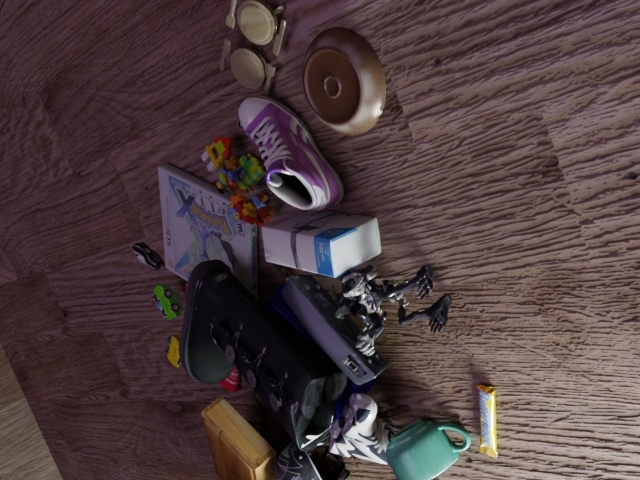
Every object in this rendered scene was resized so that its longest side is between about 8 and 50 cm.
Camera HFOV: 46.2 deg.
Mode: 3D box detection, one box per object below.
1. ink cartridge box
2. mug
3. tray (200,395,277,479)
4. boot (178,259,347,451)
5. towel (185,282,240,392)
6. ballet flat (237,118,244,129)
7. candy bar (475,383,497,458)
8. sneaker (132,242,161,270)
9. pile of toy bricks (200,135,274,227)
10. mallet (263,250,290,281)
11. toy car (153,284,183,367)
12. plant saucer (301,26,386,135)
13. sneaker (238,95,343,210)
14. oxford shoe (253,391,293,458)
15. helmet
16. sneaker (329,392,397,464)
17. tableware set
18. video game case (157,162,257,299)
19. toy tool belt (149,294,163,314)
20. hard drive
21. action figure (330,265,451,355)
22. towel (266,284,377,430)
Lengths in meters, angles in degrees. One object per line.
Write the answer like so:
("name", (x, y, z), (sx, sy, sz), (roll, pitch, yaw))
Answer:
("ink cartridge box", (0.000, 0.000, 1.468), (0.190, 0.139, 0.082), (12, 117, 41))
("mug", (0.207, 0.413, 1.503), (0.097, 0.157, 0.129), (58, 163, 9))
("tray", (-0.201, 0.580, 1.944), (0.203, 0.076, 0.411), (39, 152, 25))
("boot", (-0.136, 0.298, 1.664), (0.445, 0.146, 0.367), (36, 138, 35))
("towel", (-0.285, 0.256, 1.980), (0.198, 0.031, 0.275), (27, 128, 32))
("ballet flat", (-0.131, -0.246, 1.548), (0.114, 0.041, 0.041), (-1, 110, 46))
("candy bar", (0.315, 0.340, 1.421), (0.040, 0.018, 0.162), (14, 121, 40))
("sneaker", (-0.473, 0.049, 2.063), (0.109, 0.040, 0.044), (39, 150, 29))
("pile of toy bricks", (-0.155, -0.135, 1.603), (0.105, 0.118, 0.212), (-42, 60, 20))
("mallet", (-0.060, 0.086, 1.662), (0.190, 0.062, 0.039), (57, 145, 29))
("toy car", (-0.364, 0.212, 1.974), (0.239, 0.053, 0.225), (-25, 92, 48))
("plant saucer", (0.031, -0.284, 1.366), (0.198, 0.036, 0.199), (22, 125, 36))
("sneaker", (-0.079, -0.172, 1.430), (0.282, 0.161, 0.102), (47, 115, 12))
("oxford shoe", (-0.116, 0.468, 1.872), (0.082, 0.096, 0.227), (-26, 89, 51))
("helmet", (-0.028, 0.542, 1.769), (0.169, 0.161, 0.169), (23, 126, 36))
("sneaker", (0.118, 0.400, 1.571), (0.153, 0.094, 0.235), (15, 137, -7))
("tableware set", (-0.127, -0.387, 1.472), (0.128, 0.039, 0.194), (34, 139, 13))
("video game case", (-0.276, -0.001, 1.829), (0.329, 0.036, 0.300), (26, 127, 34))
("toy tool belt", (-0.426, 0.170, 2.072), (0.083, 0.052, 0.051), (44, 105, 16))
("hard drive", (0.027, 0.179, 1.517), (0.054, 0.172, 0.255), (-43, 80, 10))
("action figure", (0.102, 0.120, 1.431), (0.275, 0.141, 0.164), (-10, 109, 45))
("towel", (-0.030, 0.271, 1.692), (0.308, 0.076, 0.228), (45, 135, 19))
